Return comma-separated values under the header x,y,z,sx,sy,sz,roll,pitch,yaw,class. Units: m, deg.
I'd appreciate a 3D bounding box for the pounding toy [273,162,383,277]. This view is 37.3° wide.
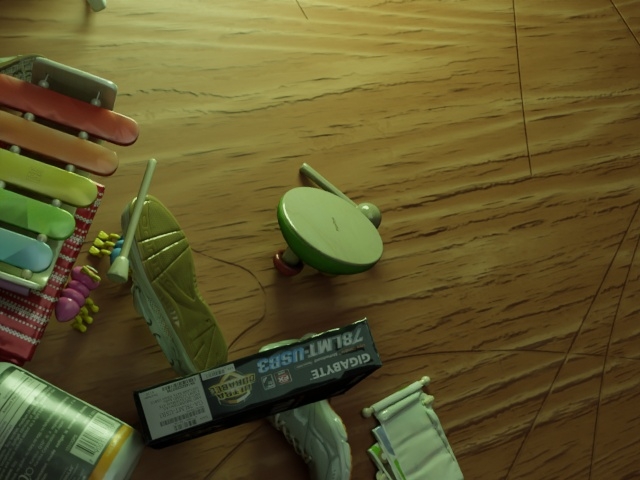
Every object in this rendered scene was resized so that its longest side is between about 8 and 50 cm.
x,y,z,sx,sy,sz,roll,pitch,yaw,class
0.000,0.000,1.548,0.183,0.110,0.237,29,30,-6,pounding toy

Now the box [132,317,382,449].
x,y,z,sx,sy,sz,roll,pitch,yaw,class
-0.088,0.197,1.242,0.293,0.295,0.073,-14,78,-11,box

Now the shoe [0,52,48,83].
x,y,z,sx,sy,sz,roll,pitch,yaw,class
-0.492,-0.218,1.355,0.219,0.058,0.077,-18,102,-30,shoe

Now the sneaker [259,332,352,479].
x,y,z,sx,sy,sz,roll,pitch,yaw,class
-0.035,0.273,1.427,0.121,0.099,0.262,-4,67,-24,sneaker

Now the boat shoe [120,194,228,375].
x,y,z,sx,sy,sz,roll,pitch,yaw,class
-0.230,0.073,1.355,0.098,0.096,0.277,-28,101,-50,boat shoe

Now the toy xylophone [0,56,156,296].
x,y,z,sx,sy,sz,roll,pitch,yaw,class
-0.340,-0.073,1.238,0.236,0.081,0.323,12,69,-12,toy xylophone

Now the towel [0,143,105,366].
x,y,z,sx,sy,sz,roll,pitch,yaw,class
-0.425,0.009,1.250,0.198,0.031,0.275,24,66,-13,towel

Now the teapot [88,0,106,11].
x,y,z,sx,sy,sz,roll,pitch,yaw,class
-0.404,-0.515,1.440,0.252,0.187,0.256,22,88,-1,teapot

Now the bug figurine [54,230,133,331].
x,y,z,sx,sy,sz,roll,pitch,yaw,class
-0.371,0.000,1.331,0.279,0.072,0.216,30,60,-18,bug figurine

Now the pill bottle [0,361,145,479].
x,y,z,sx,sy,sz,roll,pitch,yaw,class
-0.370,0.248,1.165,0.278,0.162,0.162,28,60,0,pill bottle

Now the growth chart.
x,y,z,sx,sy,sz,roll,pitch,yaw,class
0.153,0.356,1.540,0.172,0.021,0.237,-15,81,-33,growth chart
